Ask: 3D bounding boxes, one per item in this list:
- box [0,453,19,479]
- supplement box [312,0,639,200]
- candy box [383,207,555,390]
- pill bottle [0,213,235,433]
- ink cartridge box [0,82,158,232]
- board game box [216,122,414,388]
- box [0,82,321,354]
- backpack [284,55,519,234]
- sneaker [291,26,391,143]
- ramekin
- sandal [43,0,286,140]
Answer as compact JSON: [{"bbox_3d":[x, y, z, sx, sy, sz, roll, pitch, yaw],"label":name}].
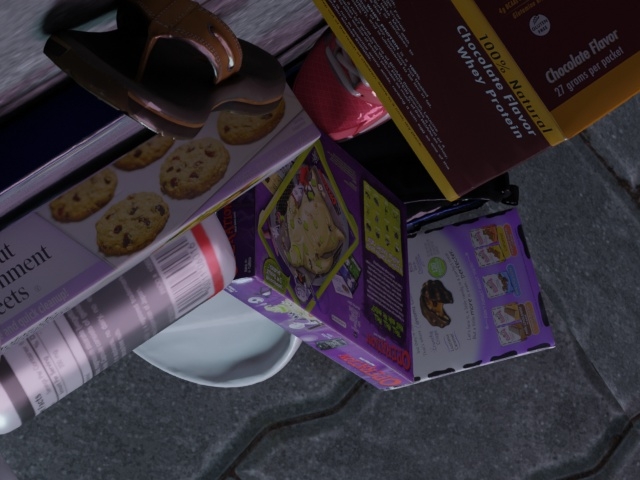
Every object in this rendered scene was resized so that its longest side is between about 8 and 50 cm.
[{"bbox_3d":[-0.566,0.317,2.042,0.345,0.215,0.168,-34,-179,26],"label":"box"},{"bbox_3d":[0.100,-0.148,0.974,0.129,0.191,0.194,-34,-179,-16],"label":"supplement box"},{"bbox_3d":[0.147,0.068,1.942,0.196,0.165,0.070,-14,174,-7],"label":"candy box"},{"bbox_3d":[-0.219,0.039,1.251,0.283,0.161,0.161,-34,-179,-15],"label":"pill bottle"},{"bbox_3d":[-0.176,-0.054,1.079,0.223,0.045,0.224,-35,-179,-20],"label":"ink cartridge box"},{"bbox_3d":[0.000,0.000,1.673,0.056,0.208,0.347,-16,153,22],"label":"board game box"},{"bbox_3d":[-0.142,-0.010,1.132,0.324,0.067,0.063,-34,179,-27],"label":"box"},{"bbox_3d":[0.049,-0.116,1.968,0.263,0.277,0.213,-20,175,-20],"label":"backpack"},{"bbox_3d":[0.064,-0.208,1.640,0.314,0.116,0.136,-41,168,28],"label":"sneaker"},{"bbox_3d":[-0.115,0.010,1.777,0.273,0.273,0.127,-33,-167,41],"label":"ramekin"},{"bbox_3d":[-0.070,-0.100,0.898,0.060,0.090,0.219,-63,162,17],"label":"sandal"}]
